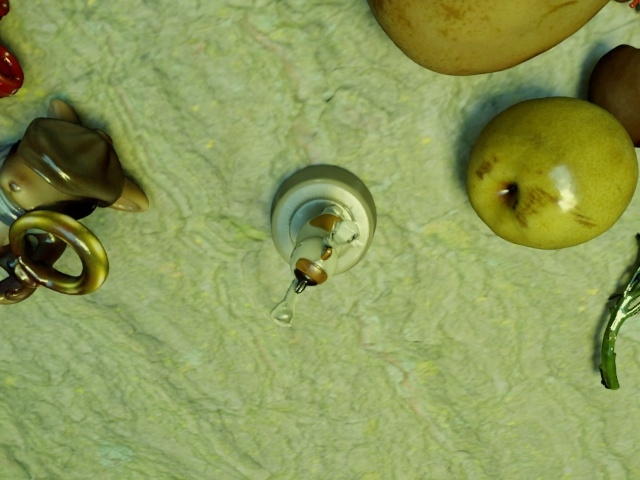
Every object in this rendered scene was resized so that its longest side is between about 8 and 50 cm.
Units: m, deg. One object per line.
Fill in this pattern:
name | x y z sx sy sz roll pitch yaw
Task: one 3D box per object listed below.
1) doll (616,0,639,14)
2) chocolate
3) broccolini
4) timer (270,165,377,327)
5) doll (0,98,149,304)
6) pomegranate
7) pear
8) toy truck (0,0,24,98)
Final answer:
doll | 0.439 -0.333 0.602 0.058 0.040 0.085 -31 103 0
chocolate | 0.434 -0.203 0.602 0.127 0.124 0.133 -38 73 0
broccolini | 0.543 0.129 0.726 0.123 0.062 0.271 16 102 13
timer | 0.000 0.000 0.602 0.175 0.266 0.175 1 107 2
doll | -0.448 -0.046 0.636 0.340 0.209 0.318 -24 97 12
pomegranate | 0.178 -0.343 0.480 0.319 0.319 0.319 1 107 2
pear | 0.314 -0.094 0.599 0.209 0.209 0.209 1 107 2
toy truck | -0.537 -0.263 0.537 0.189 0.239 0.265 -22 79 9
